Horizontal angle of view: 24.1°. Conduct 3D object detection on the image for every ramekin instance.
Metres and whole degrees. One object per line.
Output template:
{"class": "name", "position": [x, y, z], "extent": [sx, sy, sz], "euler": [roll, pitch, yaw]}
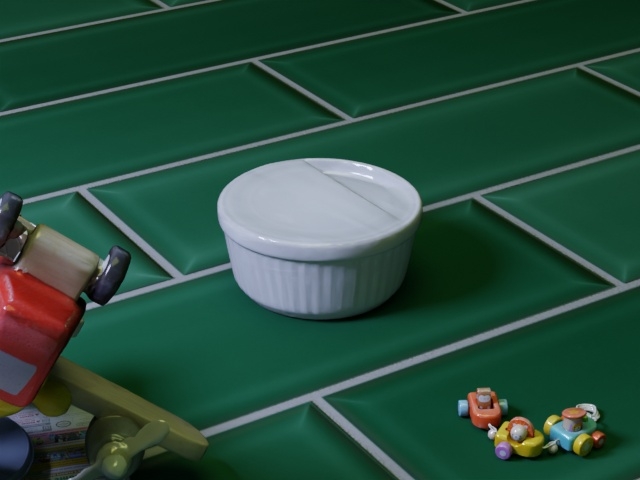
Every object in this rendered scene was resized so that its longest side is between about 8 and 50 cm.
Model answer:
{"class": "ramekin", "position": [0.000, 0.000, 2.005], "extent": [0.272, 0.127, 0.273], "euler": [0, 28, 0]}

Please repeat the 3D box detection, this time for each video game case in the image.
{"class": "video game case", "position": [-0.331, 0.234, 1.666], "extent": [0.212, 0.023, 0.193], "euler": [-6, 28, -14]}

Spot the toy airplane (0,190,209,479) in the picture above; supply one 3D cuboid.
{"class": "toy airplane", "position": [-0.345, 0.119, 1.549], "extent": [0.386, 0.384, 0.272], "euler": [16, 74, 28]}

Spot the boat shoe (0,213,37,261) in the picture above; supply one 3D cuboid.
{"class": "boat shoe", "position": [-0.454, -0.022, 2.117], "extent": [0.190, 0.068, 0.072], "euler": [32, 28, 30]}

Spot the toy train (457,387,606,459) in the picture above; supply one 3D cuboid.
{"class": "toy train", "position": [0.244, 0.199, 1.719], "extent": [0.166, 0.046, 0.125], "euler": [0, 28, 0]}

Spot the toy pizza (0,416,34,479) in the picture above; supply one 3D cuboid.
{"class": "toy pizza", "position": [-0.407, 0.237, 1.592], "extent": [0.201, 0.032, 0.201], "euler": [3, 25, -1]}
